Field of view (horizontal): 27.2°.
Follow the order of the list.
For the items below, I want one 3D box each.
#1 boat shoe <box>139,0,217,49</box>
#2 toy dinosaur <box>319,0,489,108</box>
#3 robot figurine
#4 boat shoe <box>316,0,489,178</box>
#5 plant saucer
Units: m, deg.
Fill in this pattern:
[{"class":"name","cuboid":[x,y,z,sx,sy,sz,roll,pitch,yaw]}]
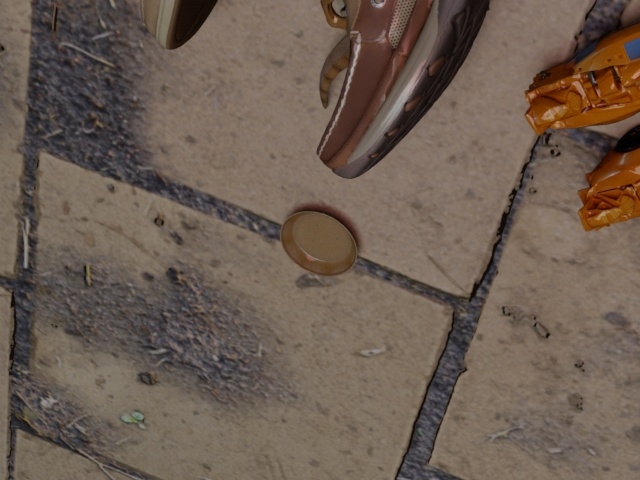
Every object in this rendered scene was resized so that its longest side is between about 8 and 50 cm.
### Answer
[{"class":"boat shoe","cuboid":[-0.121,-0.304,1.087,0.098,0.109,0.302,22,128,14]},{"class":"toy dinosaur","cuboid":[0.043,-0.177,1.141,0.211,0.064,0.112,-20,118,36]},{"class":"robot figurine","cuboid":[0.321,-0.108,1.047,0.291,0.085,0.211,-18,113,36]},{"class":"boat shoe","cuboid":[0.072,-0.203,1.040,0.116,0.123,0.324,31,108,11]},{"class":"plant saucer","cuboid":[0.000,0.000,1.341,0.083,0.015,0.083,13,132,15]}]
